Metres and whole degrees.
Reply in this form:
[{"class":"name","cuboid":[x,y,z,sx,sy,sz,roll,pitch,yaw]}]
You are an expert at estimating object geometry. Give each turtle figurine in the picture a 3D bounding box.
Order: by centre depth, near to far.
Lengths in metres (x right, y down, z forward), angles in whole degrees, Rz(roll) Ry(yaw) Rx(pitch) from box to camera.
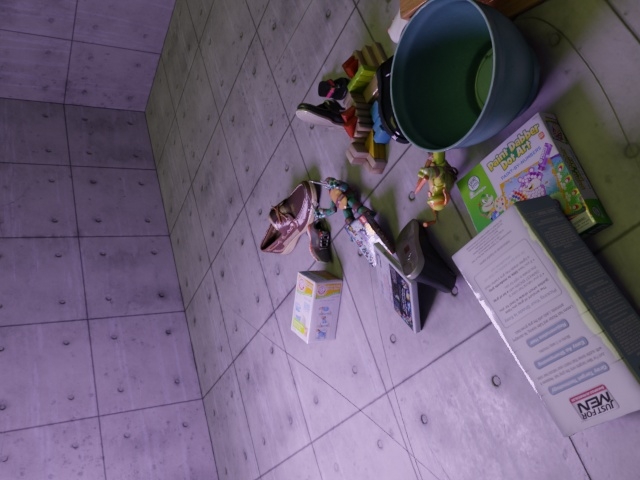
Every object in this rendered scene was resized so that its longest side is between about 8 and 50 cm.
[{"class":"turtle figurine","cuboid":[0.263,-0.159,1.248,0.087,0.269,0.217,-3,73,18]},{"class":"turtle figurine","cuboid":[0.055,-0.118,1.625,0.234,0.118,0.175,48,151,25]}]

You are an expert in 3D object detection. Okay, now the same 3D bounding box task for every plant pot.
[{"class":"plant pot","cuboid":[0.306,-0.326,1.118,0.293,0.197,0.292,18,110,58]}]

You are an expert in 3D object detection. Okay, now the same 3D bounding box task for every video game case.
[{"class":"video game case","cuboid":[0.194,0.119,1.412,0.173,0.022,0.190,51,161,46]}]

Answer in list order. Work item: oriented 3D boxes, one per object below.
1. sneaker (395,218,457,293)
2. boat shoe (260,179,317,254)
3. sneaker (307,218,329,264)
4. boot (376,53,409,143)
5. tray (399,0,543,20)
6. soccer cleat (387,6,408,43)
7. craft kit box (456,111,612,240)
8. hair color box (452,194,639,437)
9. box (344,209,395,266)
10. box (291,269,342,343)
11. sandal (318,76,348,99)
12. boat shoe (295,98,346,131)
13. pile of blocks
[{"class":"sneaker","cuboid":[0.252,0.041,1.348,0.083,0.118,0.222,-50,19,30]},{"class":"boat shoe","cuboid":[-0.118,-0.072,1.904,0.342,0.123,0.123,-56,46,44]},{"class":"sneaker","cuboid":[0.000,0.000,1.777,0.065,0.061,0.157,-44,55,43]},{"class":"boot","cuboid":[0.225,-0.387,1.352,0.207,0.094,0.246,140,129,-57]},{"class":"tray","cuboid":[0.354,-0.506,1.028,0.411,0.203,0.076,-9,80,59]},{"class":"soccer cleat","cuboid":[0.224,-0.584,1.384,0.076,0.068,0.196,50,139,39]},{"class":"craft kit box","cuboid":[0.406,-0.079,1.106,0.250,0.061,0.246,-47,49,49]},{"class":"hair color box","cuboid":[0.415,0.127,0.979,0.374,0.114,0.185,62,142,21]},{"class":"box","cuboid":[0.135,-0.004,1.518,0.137,0.027,0.094,53,139,2]},{"class":"box","cuboid":[-0.013,0.205,1.758,0.114,0.103,0.202,29,115,55]},{"class":"sandal","cuboid":[0.029,-0.469,1.727,0.179,0.040,0.067,20,108,57]},{"class":"boat shoe","cuboid":[0.017,-0.360,1.571,0.084,0.233,0.079,6,93,41]},{"class":"pile of blocks","cuboid":[0.119,-0.363,1.513,0.149,0.113,0.361,-14,80,58]}]
